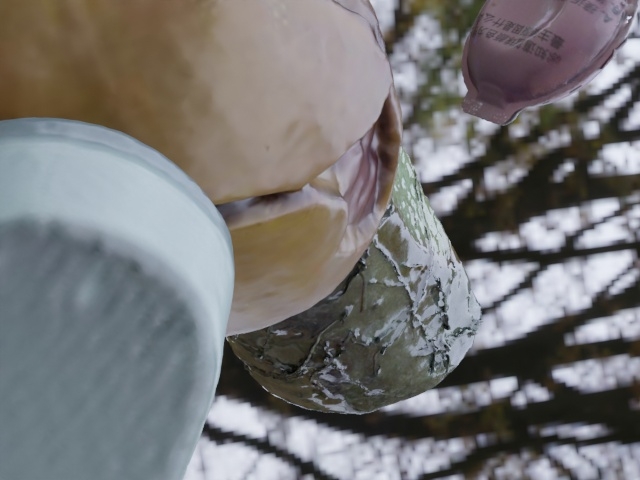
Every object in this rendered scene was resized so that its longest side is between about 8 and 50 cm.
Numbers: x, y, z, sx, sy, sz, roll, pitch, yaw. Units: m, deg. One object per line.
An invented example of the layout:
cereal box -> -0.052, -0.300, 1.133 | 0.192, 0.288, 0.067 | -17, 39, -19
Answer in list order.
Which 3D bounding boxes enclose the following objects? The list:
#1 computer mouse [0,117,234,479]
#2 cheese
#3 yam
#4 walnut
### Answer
computer mouse -> -0.112, 0.067, 0.609 | 0.231, 0.128, 0.079 | -60, -161, 11
cheese -> 0.227, -0.220, 1.662 | 0.189, 0.286, 0.074 | 23, -18, 49
yam -> -0.005, 0.001, 1.426 | 0.202, 0.201, 0.271 | 42, -21, 31
walnut -> -0.074, -0.065, 0.715 | 0.298, 0.203, 0.203 | 48, 24, -66
